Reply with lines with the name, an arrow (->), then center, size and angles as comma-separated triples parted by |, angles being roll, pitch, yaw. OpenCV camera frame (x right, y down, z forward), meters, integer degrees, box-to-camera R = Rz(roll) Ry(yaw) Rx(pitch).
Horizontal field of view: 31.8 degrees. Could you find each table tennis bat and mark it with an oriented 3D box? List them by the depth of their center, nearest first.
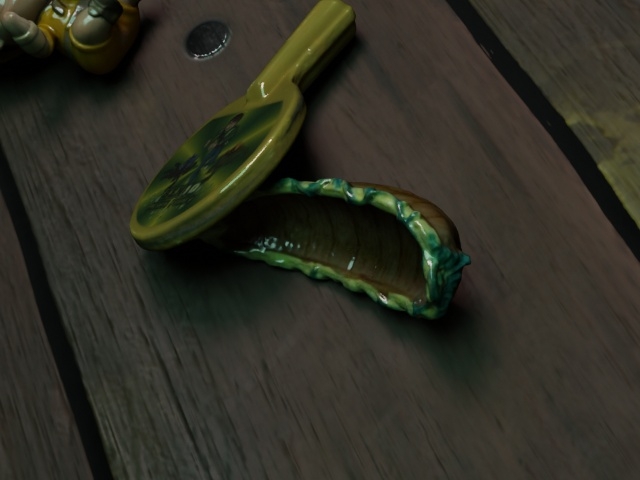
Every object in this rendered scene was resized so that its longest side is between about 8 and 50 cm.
table tennis bat -> -0.065, -0.112, 1.062 | 0.198, 0.050, 0.321 | -1, 48, 56

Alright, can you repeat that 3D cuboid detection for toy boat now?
toy boat -> 0.005, -0.006, 0.971 | 0.292, 0.109, 0.099 | 11, 35, 39

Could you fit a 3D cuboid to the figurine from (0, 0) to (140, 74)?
figurine -> -0.321, -0.263, 1.210 | 0.256, 0.167, 0.192 | 30, 61, 9
